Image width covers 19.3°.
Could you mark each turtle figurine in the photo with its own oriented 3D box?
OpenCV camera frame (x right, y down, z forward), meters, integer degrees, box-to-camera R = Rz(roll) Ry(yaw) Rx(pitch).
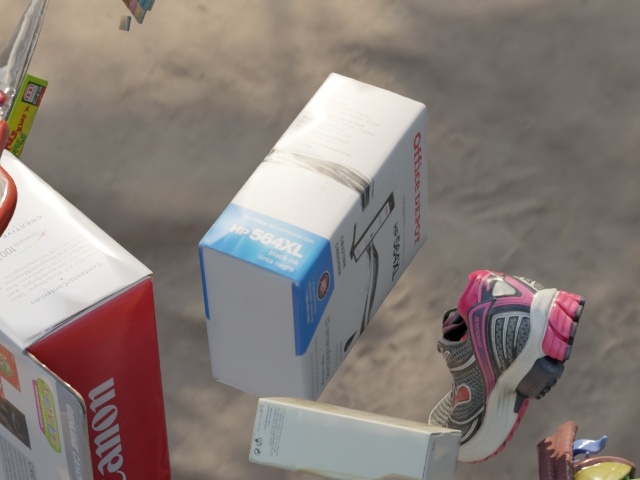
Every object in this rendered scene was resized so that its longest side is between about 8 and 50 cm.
[{"bbox_3d":[0.292,0.302,1.751,0.197,0.266,0.275,7,75,-2],"label":"turtle figurine"}]

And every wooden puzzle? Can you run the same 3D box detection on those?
[{"bbox_3d":[-0.115,-0.173,1.209,0.006,0.083,0.049,6,31,-33],"label":"wooden puzzle"}]

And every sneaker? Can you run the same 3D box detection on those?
[{"bbox_3d":[0.159,0.114,1.816,0.112,0.299,0.121,23,56,-1],"label":"sneaker"}]

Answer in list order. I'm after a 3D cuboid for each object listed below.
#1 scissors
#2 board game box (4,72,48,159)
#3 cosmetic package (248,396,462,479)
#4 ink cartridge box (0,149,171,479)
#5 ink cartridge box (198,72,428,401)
[{"bbox_3d":[-0.198,-0.070,1.157,0.109,0.021,0.297,11,40,21],"label":"scissors"},{"bbox_3d":[-0.346,-0.135,1.707,0.181,0.092,0.043,22,3,22],"label":"board game box"},{"bbox_3d":[0.021,0.125,1.139,0.060,0.115,0.041,11,88,-65],"label":"cosmetic package"},{"bbox_3d":[-0.215,0.131,1.548,0.130,0.309,0.272,-32,52,-28],"label":"ink cartridge box"},{"bbox_3d":[0.000,0.000,1.372,0.086,0.148,0.203,20,51,21],"label":"ink cartridge box"}]
